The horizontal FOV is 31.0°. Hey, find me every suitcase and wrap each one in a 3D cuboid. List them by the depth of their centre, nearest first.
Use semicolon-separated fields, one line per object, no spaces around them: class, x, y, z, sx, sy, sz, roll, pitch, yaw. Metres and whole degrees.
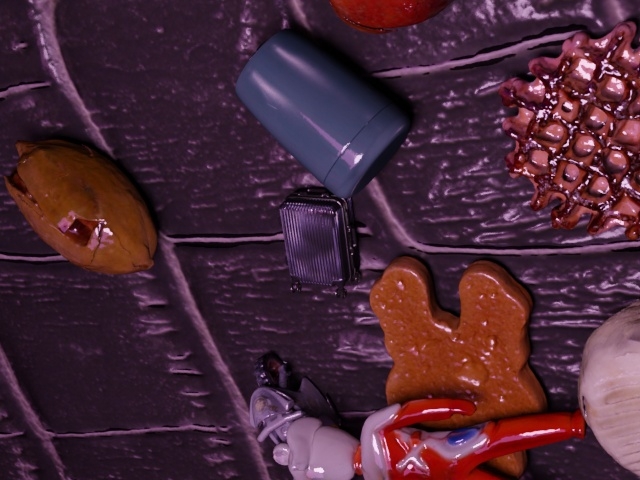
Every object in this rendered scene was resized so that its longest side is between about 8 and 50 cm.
suitcase;0.000;0.000;1.395;0.086;0.059;0.126;4;118;26

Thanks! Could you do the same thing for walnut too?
walnut;-0.308;-0.046;1.504;0.245;0.137;0.137;45;129;12

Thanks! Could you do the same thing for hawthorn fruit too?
hawthorn fruit;0.080;-0.276;1.150;0.172;0.148;0.148;7;120;12

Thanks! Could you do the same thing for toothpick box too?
toothpick box;-0.002;-0.146;1.280;0.184;0.120;0.120;42;128;7

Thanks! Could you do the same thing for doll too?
doll;0.127;0.266;1.381;0.384;0.099;0.188;0;115;13

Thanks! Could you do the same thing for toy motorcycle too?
toy motorcycle;-0.021;0.248;1.506;0.080;0.122;0.215;-31;99;22

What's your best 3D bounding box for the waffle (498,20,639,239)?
waffle;0.296;-0.108;1.176;0.234;0.055;0.221;-19;104;30

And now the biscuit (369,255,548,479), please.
biscuit;0.172;0.171;1.401;0.202;0.047;0.334;-1;114;27

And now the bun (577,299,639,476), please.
bun;0.390;0.155;1.214;0.239;0.141;0.239;18;129;24
